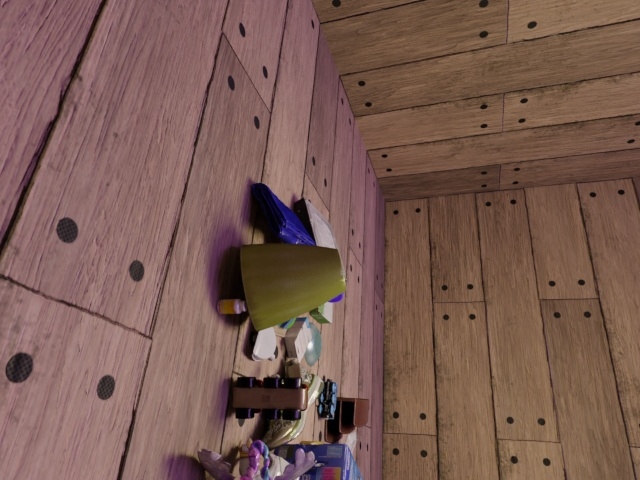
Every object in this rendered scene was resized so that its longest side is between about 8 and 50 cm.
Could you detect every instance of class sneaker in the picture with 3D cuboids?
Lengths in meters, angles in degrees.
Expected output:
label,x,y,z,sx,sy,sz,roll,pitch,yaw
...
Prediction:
label,x,y,z,sx,sy,sz,roll,pitch,yaw
sneaker,-0.138,0.566,1.610,0.182,0.158,0.410,51,26,-4
sneaker,-0.192,0.798,1.392,0.152,0.114,0.305,41,45,0

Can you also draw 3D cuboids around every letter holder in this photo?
label,x,y,z,sx,sy,sz,roll,pitch,yaw
letter holder,0.135,0.895,2.285,0.302,0.152,0.214,46,44,-63

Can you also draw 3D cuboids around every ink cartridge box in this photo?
label,x,y,z,sx,sy,sz,roll,pitch,yaw
ink cartridge box,-0.009,0.857,1.642,0.151,0.270,0.395,-79,157,-50
ink cartridge box,-0.002,0.307,2.130,0.209,0.062,0.109,53,36,-59
ink cartridge box,-0.094,0.396,1.827,0.180,0.060,0.104,-55,138,-64

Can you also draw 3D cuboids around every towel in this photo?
label,x,y,z,sx,sy,sz,roll,pitch,yaw
towel,-0.125,-0.075,1.683,0.228,0.076,0.308,63,8,23

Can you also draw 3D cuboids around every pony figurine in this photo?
label,x,y,z,sx,sy,sz,roll,pitch,yaw
pony figurine,-0.193,0.679,1.197,0.351,0.302,0.363,115,-16,-52

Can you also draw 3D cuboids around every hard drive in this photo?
label,x,y,z,sx,sy,sz,roll,pitch,yaw
hard drive,0.000,0.000,1.954,0.237,0.064,0.339,44,22,-44

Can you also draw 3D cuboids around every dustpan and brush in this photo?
label,x,y,z,sx,sy,sz,roll,pitch,yaw
dustpan and brush,-0.186,0.365,1.575,0.211,0.060,0.147,57,35,-44

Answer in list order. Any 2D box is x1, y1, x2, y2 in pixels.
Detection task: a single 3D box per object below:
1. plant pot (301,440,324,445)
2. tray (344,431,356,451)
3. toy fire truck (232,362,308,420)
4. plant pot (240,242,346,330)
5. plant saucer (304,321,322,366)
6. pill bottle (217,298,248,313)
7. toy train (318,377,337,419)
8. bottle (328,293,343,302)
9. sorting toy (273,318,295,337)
label,x,y,z,sx,sy,sz,roll,pitch,yaw
plant pot,-0.041,0.854,1.862,0.083,0.081,0.081,50,39,-45
tray,0.117,1.072,2.227,0.270,0.030,0.145,-69,158,-8
toy fire truck,-0.139,0.466,1.442,0.246,0.217,0.158,64,26,-73
plant pot,-0.076,0.122,1.442,0.275,0.293,0.275,170,-90,-88
plant saucer,-0.026,0.467,2.065,0.195,0.037,0.195,-4,90,-73
pill bottle,-0.255,0.192,1.333,0.043,0.083,0.043,-4,90,-72
toy train,0.039,0.742,2.138,0.105,0.080,0.184,67,25,-59
bottle,0.042,0.170,2.141,0.283,0.092,0.118,-105,-175,-62
sorting toy,-0.113,0.260,1.695,0.208,0.038,0.193,-59,155,-5
